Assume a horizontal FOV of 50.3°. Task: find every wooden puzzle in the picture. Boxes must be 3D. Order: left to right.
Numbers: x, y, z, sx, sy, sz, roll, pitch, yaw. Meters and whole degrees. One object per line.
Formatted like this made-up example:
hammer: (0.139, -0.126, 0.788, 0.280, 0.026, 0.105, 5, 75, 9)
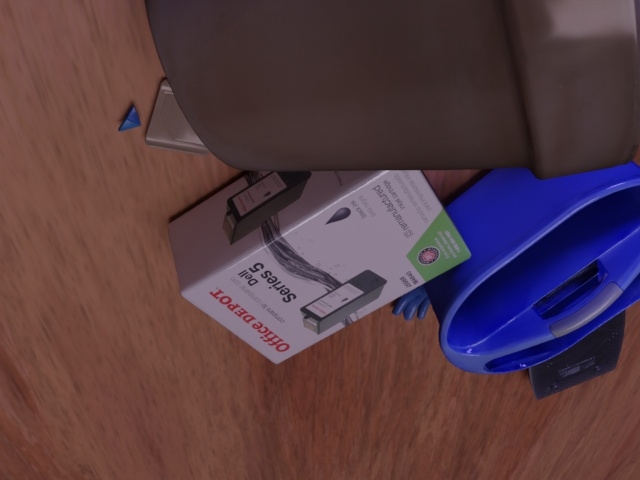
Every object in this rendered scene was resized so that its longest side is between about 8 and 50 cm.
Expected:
wooden puzzle: (-0.130, -0.119, 0.665, 0.116, 0.014, 0.078, 13, 124, -32)

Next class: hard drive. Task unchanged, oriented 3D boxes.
hard drive: (0.424, 0.170, 1.155, 0.172, 0.054, 0.255, -22, 138, 1)

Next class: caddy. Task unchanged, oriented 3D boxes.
caddy: (0.285, 0.031, 0.838, 0.341, 0.179, 0.241, -41, 131, 18)

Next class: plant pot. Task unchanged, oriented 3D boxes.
plant pot: (0.041, -0.176, 0.488, 0.280, 0.323, 0.323, -13, 140, 15)

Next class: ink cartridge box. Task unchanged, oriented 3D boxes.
ink cartridge box: (0.000, 0.000, 0.763, 0.273, 0.115, 0.198, -31, 137, 11)

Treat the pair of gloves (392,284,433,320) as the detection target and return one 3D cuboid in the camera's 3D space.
pair of gloves: (0.202, 0.066, 0.982, 0.198, 0.023, 0.159, 13, 128, -31)
